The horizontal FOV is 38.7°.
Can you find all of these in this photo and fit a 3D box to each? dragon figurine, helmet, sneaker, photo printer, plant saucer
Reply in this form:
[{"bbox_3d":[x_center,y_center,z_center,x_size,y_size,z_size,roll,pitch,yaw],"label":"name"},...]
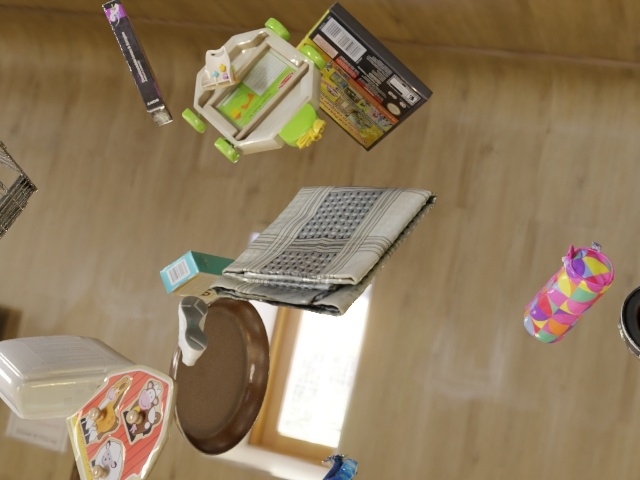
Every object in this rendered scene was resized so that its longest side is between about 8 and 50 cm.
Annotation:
[{"bbox_3d":[0.054,0.508,1.884,0.144,0.085,0.289,-32,-173,-29],"label":"dragon figurine"},{"bbox_3d":[0.559,0.131,1.423,0.169,0.170,0.161,15,148,-25],"label":"helmet"},{"bbox_3d":[-0.235,0.160,1.633,0.053,0.061,0.152,15,-145,-17],"label":"sneaker"},{"bbox_3d":[-0.541,0.273,1.881,0.256,0.107,0.307,0,-172,-34],"label":"photo printer"},{"bbox_3d":[-0.202,0.259,1.775,0.050,0.311,0.310,4,171,29],"label":"plant saucer"}]

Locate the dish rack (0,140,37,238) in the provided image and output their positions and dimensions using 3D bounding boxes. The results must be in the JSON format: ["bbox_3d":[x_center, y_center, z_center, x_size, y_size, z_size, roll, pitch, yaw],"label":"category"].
[{"bbox_3d":[-0.453,-0.045,1.114,0.074,0.208,0.271,35,166,8],"label":"dish rack"}]

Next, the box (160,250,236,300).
[{"bbox_3d":[-0.252,0.087,2.115,0.100,0.060,0.244,-34,157,21],"label":"box"}]

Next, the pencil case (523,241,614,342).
[{"bbox_3d":[0.476,0.104,1.759,0.104,0.104,0.236,13,141,-6],"label":"pencil case"}]

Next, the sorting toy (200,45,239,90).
[{"bbox_3d":[-0.194,-0.335,1.760,0.083,0.075,0.044,-6,-172,40],"label":"sorting toy"}]

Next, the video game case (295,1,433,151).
[{"bbox_3d":[0.069,-0.342,1.945,0.275,0.035,0.248,42,145,-8],"label":"video game case"}]

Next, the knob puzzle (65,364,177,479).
[{"bbox_3d":[-0.277,0.253,1.267,0.213,0.213,0.030,8,160,41],"label":"knob puzzle"}]

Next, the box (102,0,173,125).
[{"bbox_3d":[-0.258,-0.249,1.296,0.029,0.162,0.116,-24,178,-3],"label":"box"}]

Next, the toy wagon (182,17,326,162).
[{"bbox_3d":[-0.106,-0.271,1.766,0.344,0.267,0.068,43,180,33],"label":"toy wagon"}]

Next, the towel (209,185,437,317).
[{"bbox_3d":[0.000,0.000,1.592,0.312,0.324,0.056,6,132,39],"label":"towel"}]
